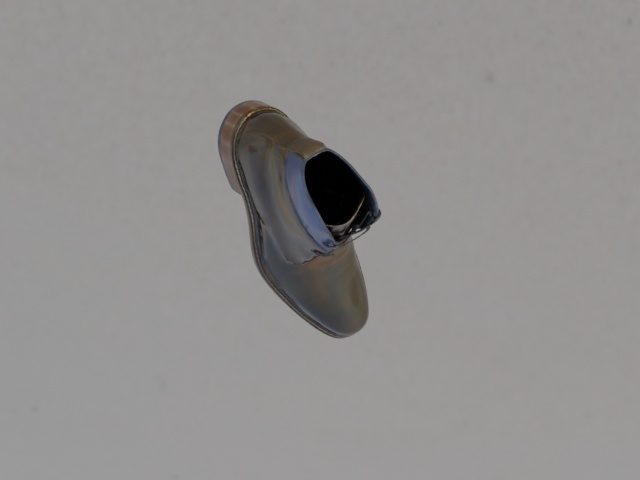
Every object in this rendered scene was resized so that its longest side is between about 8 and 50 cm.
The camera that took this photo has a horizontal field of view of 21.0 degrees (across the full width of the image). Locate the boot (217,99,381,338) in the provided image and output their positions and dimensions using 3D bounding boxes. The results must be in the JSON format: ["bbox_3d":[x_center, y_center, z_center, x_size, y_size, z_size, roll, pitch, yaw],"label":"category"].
[{"bbox_3d":[0.000,0.000,1.312,0.106,0.082,0.219,26,149,55],"label":"boot"}]
